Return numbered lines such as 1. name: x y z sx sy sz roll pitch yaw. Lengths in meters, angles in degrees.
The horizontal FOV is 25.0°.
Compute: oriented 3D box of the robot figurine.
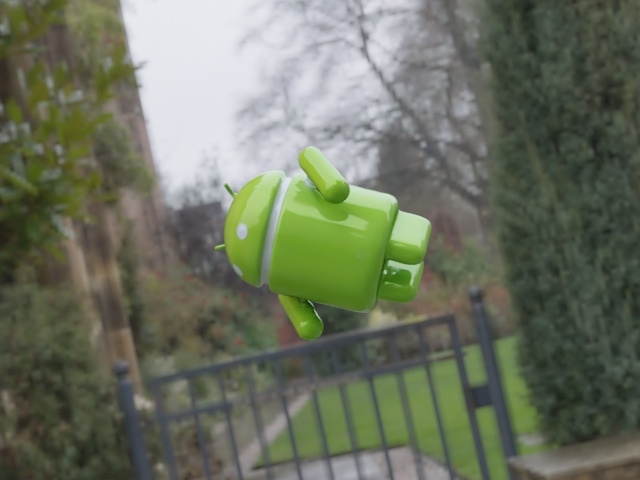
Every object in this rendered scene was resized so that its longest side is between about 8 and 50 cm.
1. robot figurine: 0.000 0.000 0.782 0.115 0.101 0.067 13 32 5
